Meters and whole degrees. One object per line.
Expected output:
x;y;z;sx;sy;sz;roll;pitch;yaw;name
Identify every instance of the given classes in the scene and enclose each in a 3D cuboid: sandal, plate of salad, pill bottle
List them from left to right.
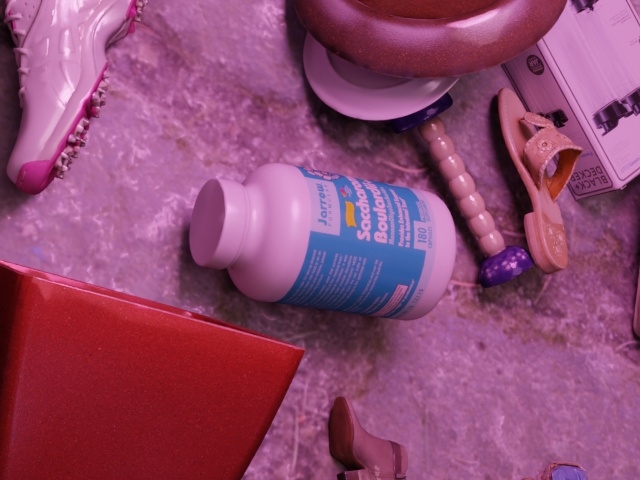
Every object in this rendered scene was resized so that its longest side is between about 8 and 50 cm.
0.000;0.000;1.443;0.264;0.146;0.146;9;77;-28;pill bottle
0.078;-0.218;1.528;0.048;0.200;0.200;54;50;-60;plate of salad
0.278;-0.083;1.617;0.088;0.079;0.240;19;56;-50;sandal

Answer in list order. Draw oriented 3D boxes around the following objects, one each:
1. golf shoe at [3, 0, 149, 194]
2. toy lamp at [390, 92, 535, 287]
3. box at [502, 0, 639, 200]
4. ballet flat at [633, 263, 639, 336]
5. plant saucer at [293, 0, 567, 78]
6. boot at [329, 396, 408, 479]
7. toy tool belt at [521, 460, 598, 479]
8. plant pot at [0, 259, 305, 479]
-0.266;-0.193;1.365;0.140;0.115;0.306;22;69;-8;golf shoe
0.154;-0.078;1.582;0.080;0.080;0.274;-32;97;-29;toy lamp
0.326;-0.215;1.695;0.169;0.087;0.290;-36;99;-29;box
0.432;0.010;1.717;0.086;0.086;0.248;12;81;-27;ballet flat
0.121;-0.306;1.506;0.311;0.050;0.310;-2;54;3;plant saucer
0.056;0.230;1.501;0.087;0.042;0.118;4;81;-35;boot
0.281;0.285;1.605;0.083;0.051;0.052;1;81;-29;toy tool belt
-0.212;0.162;1.249;0.267;0.267;0.235;18;86;-26;plant pot
